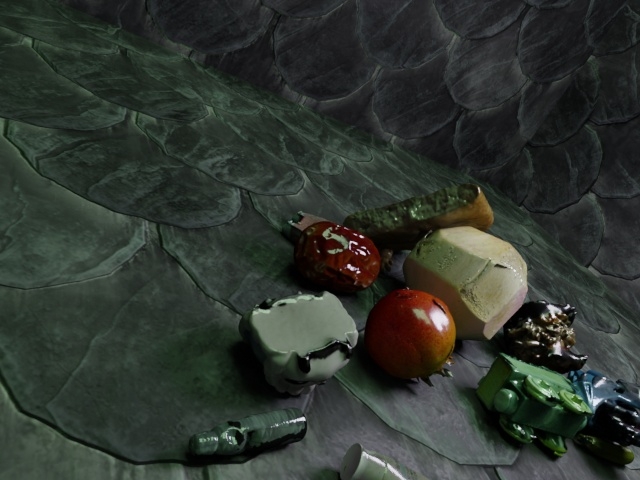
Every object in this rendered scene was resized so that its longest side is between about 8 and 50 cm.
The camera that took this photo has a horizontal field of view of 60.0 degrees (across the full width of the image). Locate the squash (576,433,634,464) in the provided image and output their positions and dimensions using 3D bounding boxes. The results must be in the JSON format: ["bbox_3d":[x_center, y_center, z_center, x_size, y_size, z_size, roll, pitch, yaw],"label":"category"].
[{"bbox_3d":[0.753,0.550,1.457,0.183,0.052,0.052,25,24,-17],"label":"squash"}]

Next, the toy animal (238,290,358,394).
[{"bbox_3d":[-0.047,0.201,1.076,0.208,0.156,0.204,-12,49,-35],"label":"toy animal"}]

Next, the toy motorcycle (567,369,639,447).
[{"bbox_3d":[0.780,0.445,1.562,0.232,0.172,0.416,21,12,13],"label":"toy motorcycle"}]

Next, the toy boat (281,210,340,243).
[{"bbox_3d":[0.000,0.000,1.641,0.227,0.085,0.155,22,25,9],"label":"toy boat"}]

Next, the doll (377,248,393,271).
[{"bbox_3d":[0.203,0.062,1.769,0.061,0.051,0.093,2,21,4],"label":"doll"}]

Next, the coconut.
[{"bbox_3d":[0.391,0.126,1.564,0.352,0.353,0.353,25,24,-12],"label":"coconut"}]

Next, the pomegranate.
[{"bbox_3d":[0.213,0.224,1.278,0.235,0.210,0.210,53,21,-11],"label":"pomegranate"}]

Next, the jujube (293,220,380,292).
[{"bbox_3d":[0.046,0.045,1.470,0.250,0.174,0.174,24,24,-30],"label":"jujube"}]

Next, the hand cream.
[{"bbox_3d":[0.182,0.451,0.962,0.312,0.070,0.111,29,19,-13],"label":"hand cream"}]

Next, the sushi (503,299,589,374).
[{"bbox_3d":[0.666,0.305,1.662,0.238,0.225,0.219,-8,60,1],"label":"sushi"}]

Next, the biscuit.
[{"bbox_3d":[0.324,-0.040,1.746,0.446,0.429,0.104,27,52,-63],"label":"biscuit"}]

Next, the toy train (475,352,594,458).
[{"bbox_3d":[0.529,0.401,1.370,0.271,0.159,0.188,21,16,-22],"label":"toy train"}]

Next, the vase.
[{"bbox_3d":[-0.116,0.312,0.890,0.211,0.060,0.060,5,35,-44],"label":"vase"}]

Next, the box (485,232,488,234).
[{"bbox_3d":[0.574,0.013,2.219,0.278,0.116,0.261,27,23,-9],"label":"box"}]
